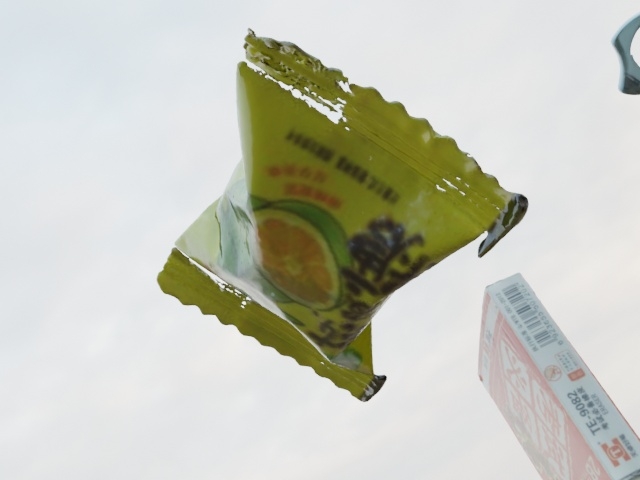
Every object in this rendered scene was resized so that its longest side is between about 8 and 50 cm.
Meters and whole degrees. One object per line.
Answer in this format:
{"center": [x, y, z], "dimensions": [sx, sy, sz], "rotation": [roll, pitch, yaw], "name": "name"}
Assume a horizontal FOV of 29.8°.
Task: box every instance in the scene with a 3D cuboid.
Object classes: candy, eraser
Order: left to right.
{"center": [0.000, 0.000, 0.760], "dimensions": [0.081, 0.187, 0.297], "rotation": [-56, -1, -36], "name": "candy"}
{"center": [0.191, 0.153, 0.899], "dimensions": [0.038, 0.230, 0.157], "rotation": [-25, -31, -10], "name": "eraser"}

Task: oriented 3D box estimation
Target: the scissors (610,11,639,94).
{"center": [0.498, -0.306, 1.430], "dimensions": [0.360, 0.191, 0.029], "rotation": [-58, 13, 12], "name": "scissors"}
